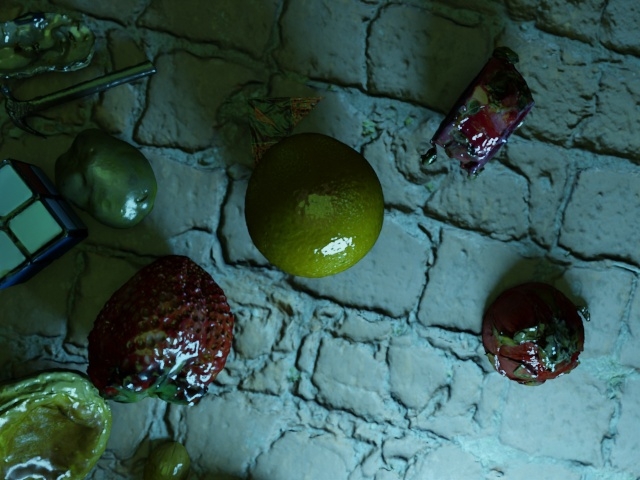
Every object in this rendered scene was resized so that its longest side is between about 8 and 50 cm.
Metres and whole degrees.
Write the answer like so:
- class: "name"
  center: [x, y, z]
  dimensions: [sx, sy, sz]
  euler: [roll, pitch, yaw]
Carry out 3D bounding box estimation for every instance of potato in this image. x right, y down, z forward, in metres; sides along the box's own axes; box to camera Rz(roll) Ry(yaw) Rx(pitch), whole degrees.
- class: "potato"
  center: [-0.410, -0.118, 1.342]
  dimensions: [0.200, 0.137, 0.154]
  euler: [38, 119, -6]

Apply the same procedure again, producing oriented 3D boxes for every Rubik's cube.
- class: "Rubik's cube"
  center: [-0.576, -0.029, 1.310]
  dimensions: [0.183, 0.167, 0.180]
  euler: [-35, 94, -5]

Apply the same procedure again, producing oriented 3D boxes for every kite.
- class: "kite"
  center: [-0.106, -0.253, 1.426]
  dimensions: [0.125, 0.008, 0.222]
  euler: [42, 88, -5]

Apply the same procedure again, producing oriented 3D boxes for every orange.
- class: "orange"
  center: [-0.013, -0.067, 1.315]
  dimensions: [0.274, 0.274, 0.275]
  euler: [0, 92, -5]

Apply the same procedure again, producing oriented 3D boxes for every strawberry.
- class: "strawberry"
  center: [-0.306, 0.165, 1.325]
  dimensions: [0.238, 0.250, 0.289]
  euler: [-8, 68, 27]

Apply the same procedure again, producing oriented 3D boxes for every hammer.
- class: "hammer"
  center: [-0.468, -0.296, 1.368]
  dimensions: [0.297, 0.027, 0.125]
  euler: [-23, 117, -9]

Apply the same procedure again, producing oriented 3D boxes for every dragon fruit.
- class: "dragon fruit"
  center: [0.329, -0.235, 1.382]
  dimensions: [0.147, 0.211, 0.282]
  euler: [33, 115, 1]
- class: "dragon fruit"
  center: [0.458, 0.199, 1.424]
  dimensions: [0.223, 0.148, 0.219]
  euler: [22, 89, -6]

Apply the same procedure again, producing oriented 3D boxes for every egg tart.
- class: "egg tart"
  center: [-0.560, 0.370, 1.294]
  dimensions: [0.150, 0.352, 0.352]
  euler: [35, 88, 36]

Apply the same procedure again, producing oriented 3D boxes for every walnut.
- class: "walnut"
  center: [-0.313, 0.471, 1.409]
  dimensions: [0.091, 0.052, 0.121]
  euler: [20, 92, -9]

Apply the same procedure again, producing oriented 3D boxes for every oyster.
- class: "oyster"
  center: [-0.609, -0.373, 1.344]
  dimensions: [0.344, 0.078, 0.129]
  euler: [-7, 85, -9]
